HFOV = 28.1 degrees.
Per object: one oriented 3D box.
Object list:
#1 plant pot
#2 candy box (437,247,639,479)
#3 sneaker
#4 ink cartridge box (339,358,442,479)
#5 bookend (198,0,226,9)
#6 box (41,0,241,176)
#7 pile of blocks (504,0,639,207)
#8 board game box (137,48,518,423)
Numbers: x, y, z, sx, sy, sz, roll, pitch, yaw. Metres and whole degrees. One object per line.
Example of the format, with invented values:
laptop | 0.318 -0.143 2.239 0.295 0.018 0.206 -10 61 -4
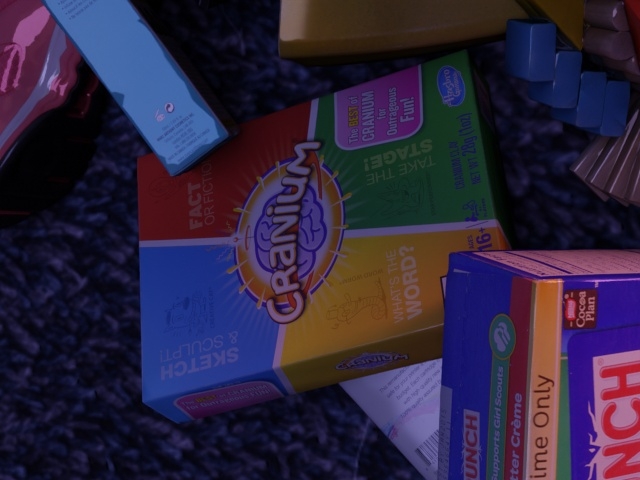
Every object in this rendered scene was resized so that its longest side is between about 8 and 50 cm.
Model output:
plant pot | 0.076 -0.242 1.012 0.187 0.212 0.212 4 96 5
candy box | 0.247 0.144 0.932 0.317 0.122 0.268 -1 97 -24
sneaker | -0.267 -0.155 1.189 0.136 0.116 0.314 33 97 23
ink cartridge box | 0.108 0.120 1.092 0.127 0.072 0.175 -45 80 16
bookend | -0.115 -0.272 1.082 0.157 0.156 0.072 26 121 15
box | -0.164 -0.169 1.053 0.060 0.100 0.244 -36 93 6
pile of blocks | 0.240 -0.104 0.923 0.362 0.112 0.149 36 91 -21
board game box | 0.000 0.000 1.067 0.316 0.064 0.242 -17 60 18
